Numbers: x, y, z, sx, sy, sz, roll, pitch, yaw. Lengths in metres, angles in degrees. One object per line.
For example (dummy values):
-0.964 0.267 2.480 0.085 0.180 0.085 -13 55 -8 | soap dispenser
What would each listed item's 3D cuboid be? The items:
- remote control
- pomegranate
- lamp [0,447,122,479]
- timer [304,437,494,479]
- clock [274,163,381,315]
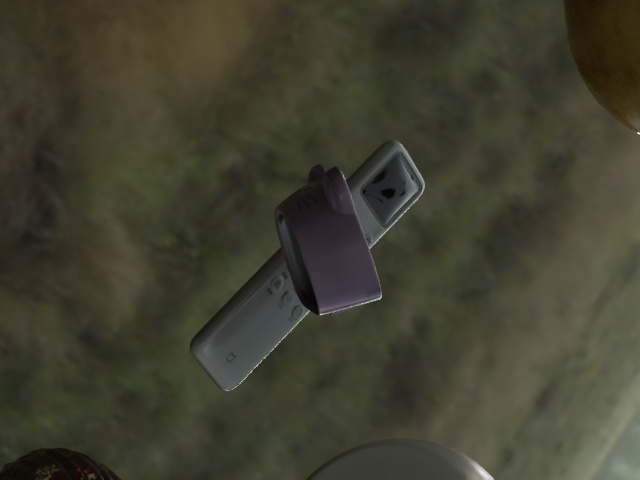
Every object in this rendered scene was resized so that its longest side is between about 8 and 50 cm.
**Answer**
-0.006 0.021 1.600 0.261 0.029 0.067 -46 131 -14 | remote control
0.226 -0.159 1.106 0.196 0.196 0.196 -52 167 -18 | pomegranate
-0.257 0.325 1.865 0.247 0.247 0.247 -52 167 -18 | lamp
0.096 0.357 1.895 0.285 0.285 0.285 -52 167 -18 | timer
0.000 0.000 1.468 0.050 0.110 0.152 -18 -174 -7 | clock
